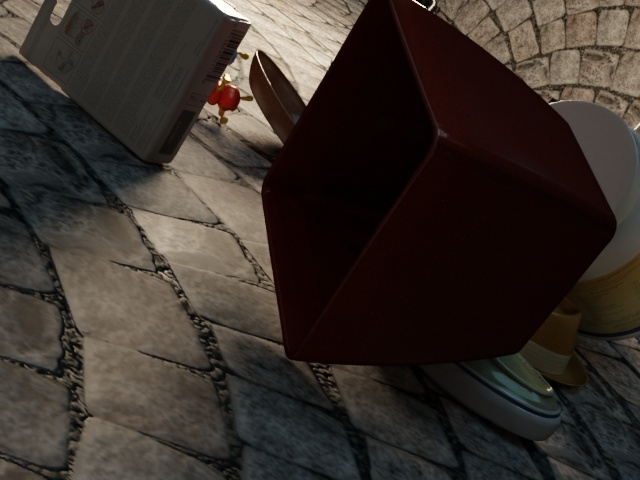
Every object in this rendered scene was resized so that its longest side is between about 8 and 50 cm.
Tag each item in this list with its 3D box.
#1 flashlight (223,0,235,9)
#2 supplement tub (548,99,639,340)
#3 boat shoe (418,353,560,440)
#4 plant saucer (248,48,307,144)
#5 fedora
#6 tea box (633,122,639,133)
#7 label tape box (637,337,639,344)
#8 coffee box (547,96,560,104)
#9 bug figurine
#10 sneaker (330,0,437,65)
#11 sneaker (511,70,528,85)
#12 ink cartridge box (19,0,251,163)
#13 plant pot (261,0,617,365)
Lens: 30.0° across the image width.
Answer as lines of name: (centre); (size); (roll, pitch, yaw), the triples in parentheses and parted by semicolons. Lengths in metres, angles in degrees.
flashlight: (-0.281, -0.405, 1.873); (0.304, 0.103, 0.103); (35, 18, 5)
supplement tub: (0.355, -0.022, 1.569); (0.228, 0.228, 0.316); (46, 0, 37)
boat shoe: (0.139, 0.087, 1.254); (0.302, 0.094, 0.109); (41, 19, 26)
plant saucer: (-0.046, -0.174, 1.663); (0.198, 0.036, 0.198); (55, 11, -17)
fedora: (0.266, 0.101, 1.467); (0.194, 0.079, 0.194); (30, 17, -10)
tea box: (0.639, -0.049, 2.065); (0.323, 0.329, 0.220); (43, 19, 15)
label tape box: (0.671, 0.229, 1.773); (0.348, 0.115, 0.249); (25, 18, -37)
coffee box: (0.352, -0.076, 1.824); (0.141, 0.246, 0.098); (15, 24, -45)
bug figurine: (-0.199, -0.263, 1.677); (0.216, 0.072, 0.279); (21, 24, -15)
sneaker: (0.145, -0.390, 2.319); (0.169, 0.257, 0.447); (31, 17, -5)
sneaker: (0.299, -0.260, 2.250); (0.314, 0.116, 0.136); (22, 47, -40)
ink cartridge box: (-0.213, -0.226, 1.345); (0.232, 0.189, 0.066); (41, 18, 27)
plant pot: (0.115, -0.034, 1.133); (0.236, 0.267, 0.267); (18, 35, -23)
